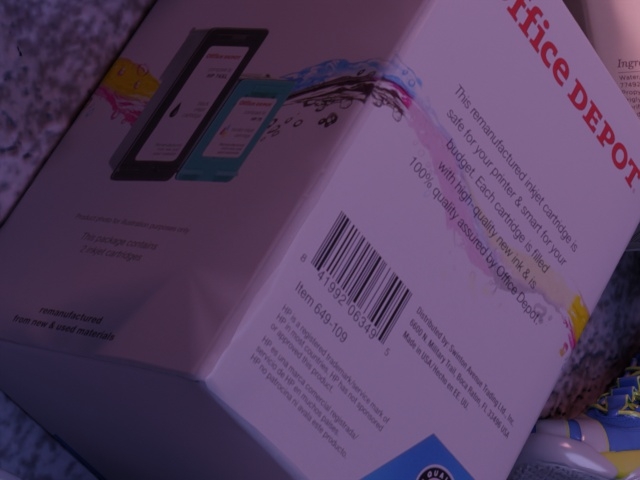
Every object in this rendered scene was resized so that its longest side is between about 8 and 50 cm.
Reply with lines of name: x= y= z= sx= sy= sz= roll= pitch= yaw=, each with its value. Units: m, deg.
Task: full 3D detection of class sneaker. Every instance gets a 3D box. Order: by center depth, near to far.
sneaker: x=0.200 y=0.117 z=1.250 sx=0.240 sy=0.091 sz=0.126 roll=20 pitch=61 yaw=-44

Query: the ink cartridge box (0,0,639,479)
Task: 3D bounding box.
ink cartridge box: x=0.000 y=0.000 z=0.938 sx=0.198 sy=0.197 sz=0.270 roll=49 pitch=61 yaw=-36

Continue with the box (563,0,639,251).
box: x=0.177 y=-0.136 z=1.090 sx=0.113 sy=0.094 sz=0.275 roll=-3 pitch=73 yaw=-13

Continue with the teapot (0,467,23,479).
teapot: x=-0.065 y=0.228 z=0.910 sx=0.187 sy=0.252 sz=0.256 roll=-89 pitch=175 yaw=-51
